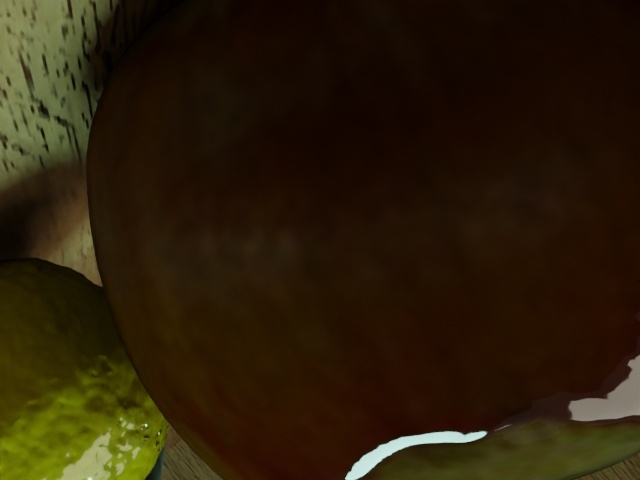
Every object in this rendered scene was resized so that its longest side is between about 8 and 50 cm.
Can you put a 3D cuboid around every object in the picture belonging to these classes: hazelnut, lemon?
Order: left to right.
[{"bbox_3d":[-0.203,0.113,0.662,0.231,0.192,0.192,-33,170,-12],"label":"lemon"},{"bbox_3d":[0.053,-0.010,0.589,0.365,0.366,0.366,-39,172,-7],"label":"hazelnut"}]

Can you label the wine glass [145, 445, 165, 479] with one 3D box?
[{"bbox_3d":[-0.156,0.156,0.985,0.267,0.267,0.406,-47,175,37],"label":"wine glass"}]
